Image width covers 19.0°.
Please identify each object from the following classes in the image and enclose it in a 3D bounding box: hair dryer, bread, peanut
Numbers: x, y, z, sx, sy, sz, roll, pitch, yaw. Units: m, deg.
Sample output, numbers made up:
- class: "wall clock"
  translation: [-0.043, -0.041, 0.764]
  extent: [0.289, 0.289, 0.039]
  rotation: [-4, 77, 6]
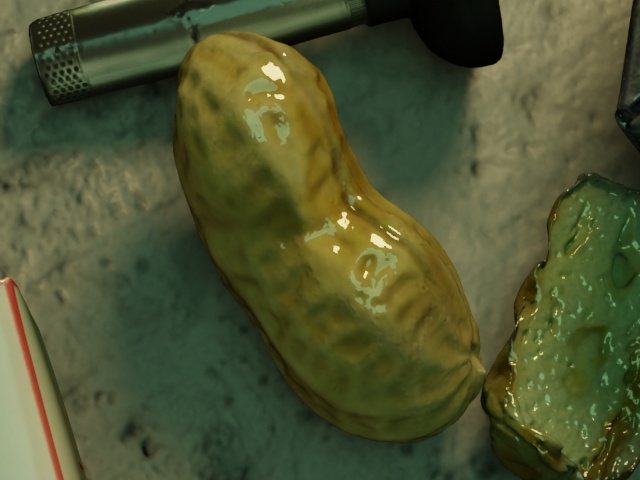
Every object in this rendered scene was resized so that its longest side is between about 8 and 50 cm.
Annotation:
- class: "hair dryer"
  translation: [-0.048, -0.247, 1.315]
  extent: [0.320, 0.156, 0.284]
  rotation: [-5, 92, 0]
- class: "bread"
  translation: [0.187, 0.064, 1.327]
  extent: [0.128, 0.088, 0.232]
  rotation: [28, 71, -15]
- class: "peanut"
  translation: [0.000, 0.000, 1.269]
  extent: [0.147, 0.147, 0.305]
  rotation: [-36, 94, -11]

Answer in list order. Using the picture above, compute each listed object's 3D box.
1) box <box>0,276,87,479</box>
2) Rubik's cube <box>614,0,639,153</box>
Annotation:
- class: "box"
  translation: [-0.273, 0.220, 1.126]
  extent: [0.300, 0.314, 0.312]
  rotation: [-15, 83, -7]
- class: "Rubik's cube"
  translation: [0.348, -0.152, 1.256]
  extent: [0.259, 0.260, 0.255]
  rotation: [3, 77, 25]
